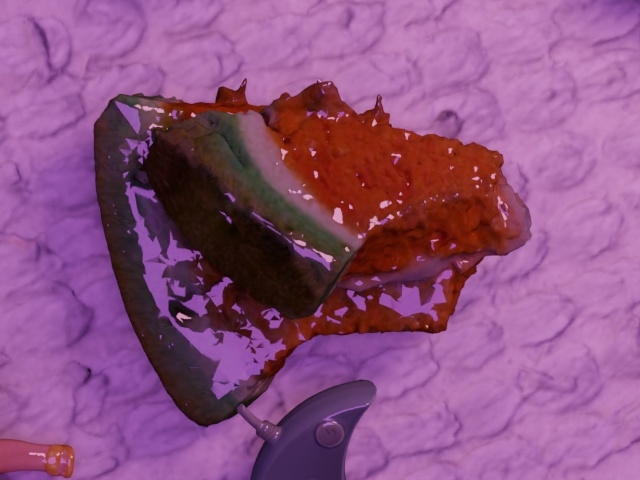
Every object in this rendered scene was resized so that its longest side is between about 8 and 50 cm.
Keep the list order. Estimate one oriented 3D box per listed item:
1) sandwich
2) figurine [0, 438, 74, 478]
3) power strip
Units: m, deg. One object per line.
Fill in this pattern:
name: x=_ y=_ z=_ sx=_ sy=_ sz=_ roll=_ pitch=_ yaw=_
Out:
sandwich: x=0.000 y=0.000 z=1.199 sx=0.301 sy=0.162 sz=0.250 roll=-10 pitch=97 yaw=-1
figurine: x=-0.297 y=0.171 z=1.206 sx=0.240 sy=0.116 sz=0.175 roll=5 pitch=94 yaw=-10
power strip: x=0.012 y=0.190 z=1.237 sx=0.137 sy=0.044 sz=0.216 roll=-28 pitch=112 yaw=7
